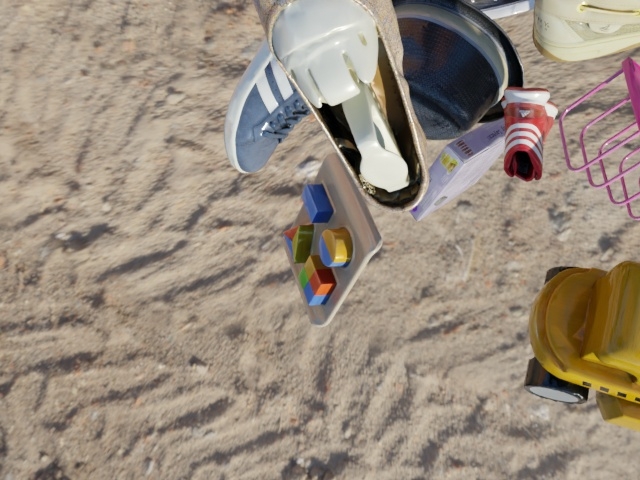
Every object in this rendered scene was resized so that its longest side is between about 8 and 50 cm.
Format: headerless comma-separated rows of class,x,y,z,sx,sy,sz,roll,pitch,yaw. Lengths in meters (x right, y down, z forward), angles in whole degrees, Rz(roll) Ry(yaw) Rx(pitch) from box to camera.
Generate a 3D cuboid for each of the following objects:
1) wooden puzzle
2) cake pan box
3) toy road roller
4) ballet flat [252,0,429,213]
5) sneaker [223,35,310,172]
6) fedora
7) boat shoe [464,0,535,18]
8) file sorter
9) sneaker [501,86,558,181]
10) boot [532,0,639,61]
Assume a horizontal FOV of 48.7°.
wooden puzzle,0.000,0.000,1.796,0.080,0.322,0.348,2,140,-30
cake pan box,0.351,-0.184,1.727,0.070,0.267,0.246,51,146,12
toy road roller,0.460,0.148,0.995,0.329,0.240,0.203,16,72,4
ballet flat,0.029,-0.134,0.605,0.107,0.106,0.316,-19,138,19
sneaker,-0.019,-0.230,1.038,0.148,0.131,0.350,36,115,17
fedora,0.193,-0.293,1.290,0.334,0.334,0.152,34,66,-3
boat shoe,0.318,-0.469,1.386,0.228,0.080,0.076,-8,105,10
file sorter,0.648,-0.175,1.426,0.290,0.202,0.182,29,136,-25
sneaker,0.304,-0.151,1.068,0.087,0.221,0.128,9,93,24
boot,0.313,-0.275,0.613,0.262,0.203,0.095,-13,58,12
